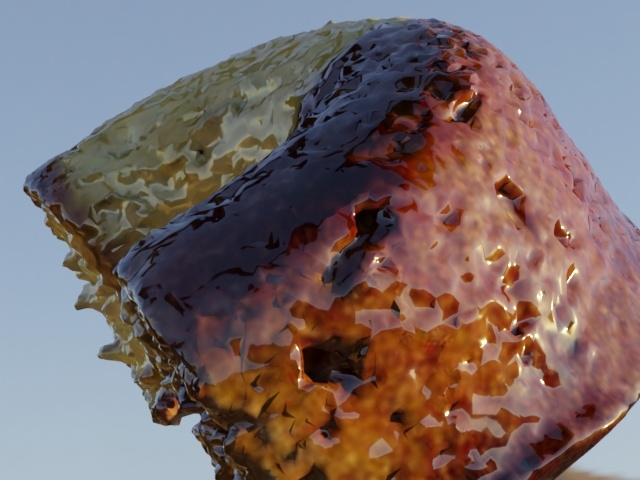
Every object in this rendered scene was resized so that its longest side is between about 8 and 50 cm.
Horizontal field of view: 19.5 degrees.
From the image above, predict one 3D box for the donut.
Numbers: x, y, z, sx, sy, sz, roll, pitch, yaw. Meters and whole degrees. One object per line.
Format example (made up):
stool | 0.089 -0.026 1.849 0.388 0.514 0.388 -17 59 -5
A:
donut | 0.000 0.000 0.466 0.141 0.085 0.217 -34 20 -13
